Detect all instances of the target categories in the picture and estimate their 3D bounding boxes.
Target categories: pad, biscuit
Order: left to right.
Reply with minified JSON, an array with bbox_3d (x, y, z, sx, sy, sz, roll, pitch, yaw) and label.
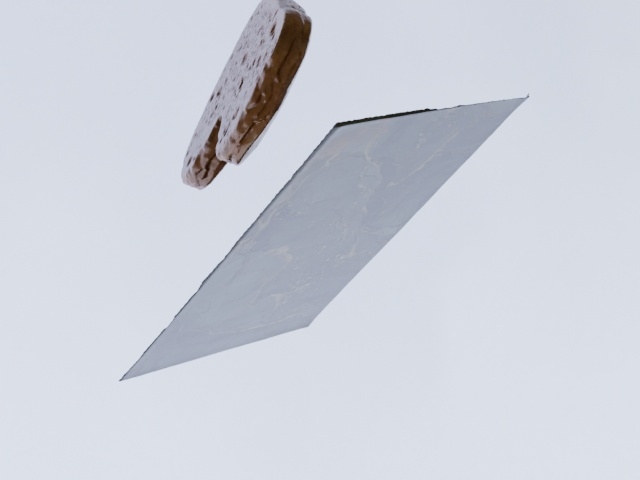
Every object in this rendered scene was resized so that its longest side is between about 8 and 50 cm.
[{"bbox_3d":[-0.061,-0.113,1.345,0.036,0.186,0.192,25,-169,-14],"label":"biscuit"},{"bbox_3d":[0.000,0.000,1.399,0.247,0.367,0.007,-14,-116,-46],"label":"pad"}]
